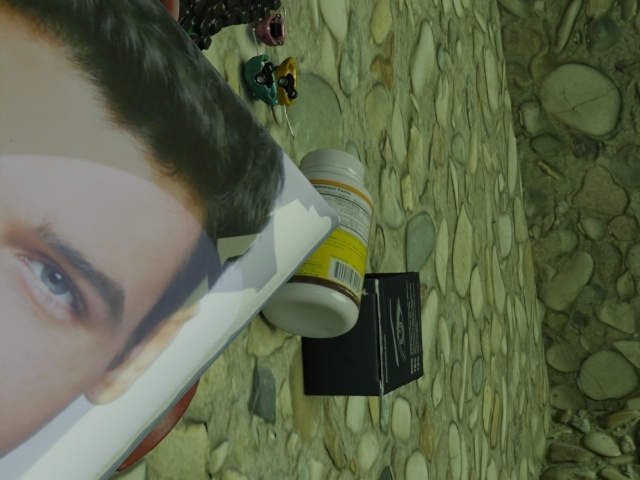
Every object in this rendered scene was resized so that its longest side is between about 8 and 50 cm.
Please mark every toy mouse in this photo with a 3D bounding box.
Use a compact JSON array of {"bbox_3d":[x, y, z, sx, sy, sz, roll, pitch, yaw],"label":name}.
[{"bbox_3d":[-0.065,-0.215,1.344,0.143,0.031,0.161,36,53,-65],"label":"toy mouse"}]

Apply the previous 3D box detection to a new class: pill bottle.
[{"bbox_3d":[0.000,0.000,1.369,0.117,0.117,0.215,59,34,-52],"label":"pill bottle"}]

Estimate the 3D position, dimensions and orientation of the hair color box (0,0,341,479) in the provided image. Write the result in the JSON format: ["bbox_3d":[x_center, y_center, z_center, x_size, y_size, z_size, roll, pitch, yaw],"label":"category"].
[{"bbox_3d":[-0.178,0.048,0.366,0.185,0.113,0.374,50,53,-10],"label":"hair color box"}]

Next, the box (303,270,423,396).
[{"bbox_3d":[0.060,0.121,1.529,0.207,0.108,0.153,1,87,-69],"label":"box"}]

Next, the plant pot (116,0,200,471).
[{"bbox_3d":[-0.191,-0.003,0.680,0.272,0.272,0.265,-70,157,-47],"label":"plant pot"}]

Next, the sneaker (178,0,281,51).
[{"bbox_3d":[-0.160,-0.205,0.970,0.343,0.146,0.134,-44,143,-45],"label":"sneaker"}]
